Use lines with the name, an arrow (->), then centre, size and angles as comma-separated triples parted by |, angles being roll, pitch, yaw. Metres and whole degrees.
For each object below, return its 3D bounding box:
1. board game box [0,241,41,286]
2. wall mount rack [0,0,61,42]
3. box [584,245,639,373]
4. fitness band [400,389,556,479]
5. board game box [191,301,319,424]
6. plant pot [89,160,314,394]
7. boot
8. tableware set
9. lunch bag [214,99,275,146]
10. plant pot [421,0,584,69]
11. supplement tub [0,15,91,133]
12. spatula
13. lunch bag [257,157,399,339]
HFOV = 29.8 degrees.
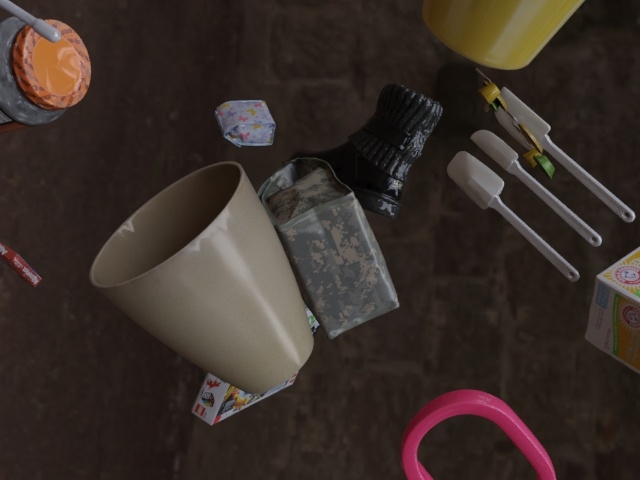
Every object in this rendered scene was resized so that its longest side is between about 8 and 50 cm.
board game box -> -0.697, -0.010, 2.426 | 0.027, 0.281, 0.145 | -54, 162, -13
wall mount rack -> -0.481, -0.301, 1.376 | 0.350, 0.304, 0.130 | 48, 36, -77
box -> 0.457, 0.071, 1.588 | 0.203, 0.103, 0.114 | -29, 136, -31
fitness band -> 0.258, 0.370, 1.967 | 0.291, 0.209, 0.054 | 50, 13, -20
board game box -> -0.102, 0.205, 2.173 | 0.305, 0.053, 0.193 | -17, 135, -62
plant pot -> -0.136, 0.076, 1.672 | 0.274, 0.256, 0.256 | 54, 25, -23
boot -> 0.084, -0.203, 2.464 | 0.131, 0.348, 0.260 | 18, 92, -47
tableware set -> 0.239, -0.142, 1.505 | 0.154, 0.024, 0.104 | 49, 6, -33
lunch bag -> -0.121, -0.184, 1.894 | 0.071, 0.083, 0.053 | -117, -148, -46
plant pot -> 0.246, -0.359, 1.522 | 0.254, 0.254, 0.239 | -78, -168, -51
supplement tub -> -0.566, -0.285, 2.116 | 0.193, 0.316, 0.193 | 11, 76, -53
spatula -> 0.289, -0.067, 1.604 | 0.019, 0.242, 0.168 | -28, 157, -51
lunch bag -> 0.000, 0.000, 2.119 | 0.287, 0.169, 0.235 | -122, -172, -68
